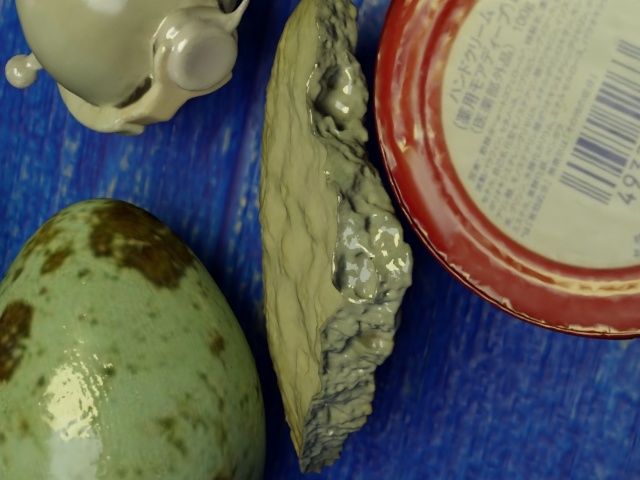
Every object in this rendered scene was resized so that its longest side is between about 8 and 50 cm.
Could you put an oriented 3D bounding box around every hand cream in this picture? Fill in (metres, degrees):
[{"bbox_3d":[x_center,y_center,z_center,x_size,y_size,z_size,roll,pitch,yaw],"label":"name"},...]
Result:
[{"bbox_3d":[0.147,-0.069,0.729,0.230,0.149,0.230,5,103,23],"label":"hand cream"}]

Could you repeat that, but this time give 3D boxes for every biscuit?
[{"bbox_3d":[0.000,0.000,0.808,0.040,0.188,0.265,-3,101,-17],"label":"biscuit"}]

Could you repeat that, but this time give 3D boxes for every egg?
[{"bbox_3d":[-0.116,0.091,0.871,0.169,0.169,0.231,-7,87,26],"label":"egg"}]

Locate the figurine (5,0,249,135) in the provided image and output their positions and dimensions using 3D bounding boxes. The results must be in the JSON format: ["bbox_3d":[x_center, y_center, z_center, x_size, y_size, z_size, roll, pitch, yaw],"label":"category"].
[{"bbox_3d":[-0.079,-0.154,0.842,0.237,0.141,0.162,-47,49,27],"label":"figurine"}]
